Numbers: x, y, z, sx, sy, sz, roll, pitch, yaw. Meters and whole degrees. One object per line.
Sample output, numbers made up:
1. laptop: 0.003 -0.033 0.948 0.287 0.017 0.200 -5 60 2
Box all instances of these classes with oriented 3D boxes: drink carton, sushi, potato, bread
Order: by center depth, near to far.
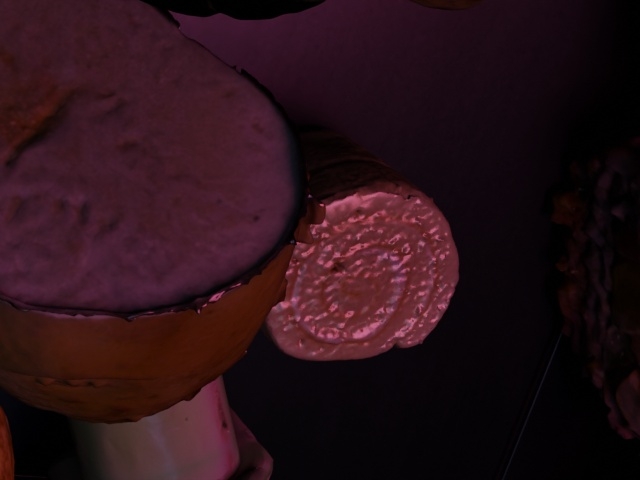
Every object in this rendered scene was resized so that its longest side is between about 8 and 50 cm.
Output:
1. potato: -0.162 -0.019 1.078 0.246 0.299 0.196 -45 165 -30
2. drink carton: -0.122 0.105 1.226 0.146 0.144 0.142 -18 116 -18
3. bread: 0.000 0.000 1.227 0.148 0.141 0.134 3 110 -29
4. sushi: 0.306 0.043 1.349 0.170 0.236 0.270 -18 119 -27

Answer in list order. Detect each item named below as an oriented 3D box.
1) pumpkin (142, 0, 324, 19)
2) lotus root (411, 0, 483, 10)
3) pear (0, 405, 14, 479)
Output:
1. pumpkin: -0.047 -0.281 1.014 0.295 0.296 0.296 -12 120 -21
2. lotus root: 0.058 -0.208 1.181 0.179 0.080 0.089 24 105 -33
3. pear: -0.310 0.171 1.096 0.271 0.271 0.271 -12 120 -21
